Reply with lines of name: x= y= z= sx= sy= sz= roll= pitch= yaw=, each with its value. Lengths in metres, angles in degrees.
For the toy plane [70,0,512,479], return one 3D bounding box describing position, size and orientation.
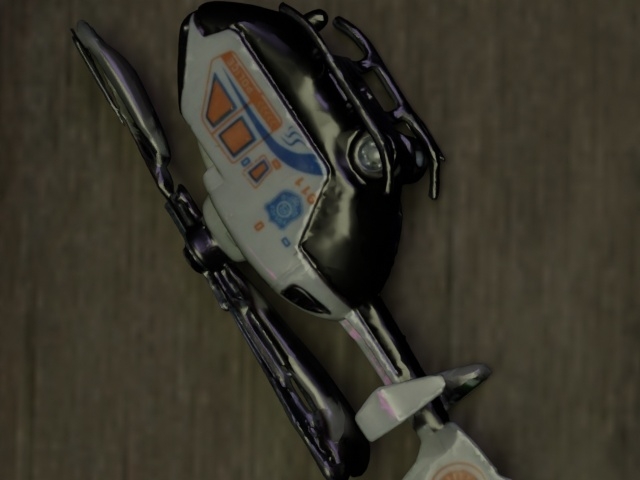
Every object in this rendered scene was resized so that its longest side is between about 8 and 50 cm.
toy plane: x=0.001 y=0.000 z=0.580 sx=0.078 sy=0.053 sz=0.197 roll=-33 pitch=80 yaw=17
